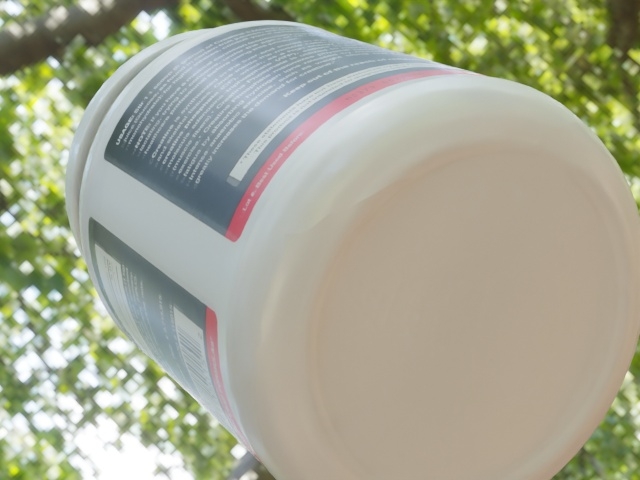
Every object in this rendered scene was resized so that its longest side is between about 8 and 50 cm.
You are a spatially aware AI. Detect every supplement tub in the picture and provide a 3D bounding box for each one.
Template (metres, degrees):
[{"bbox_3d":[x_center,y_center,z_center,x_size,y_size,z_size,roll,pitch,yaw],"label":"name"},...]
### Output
[{"bbox_3d":[0.000,0.000,0.654,0.191,0.191,0.272,-45,30,-9],"label":"supplement tub"}]
